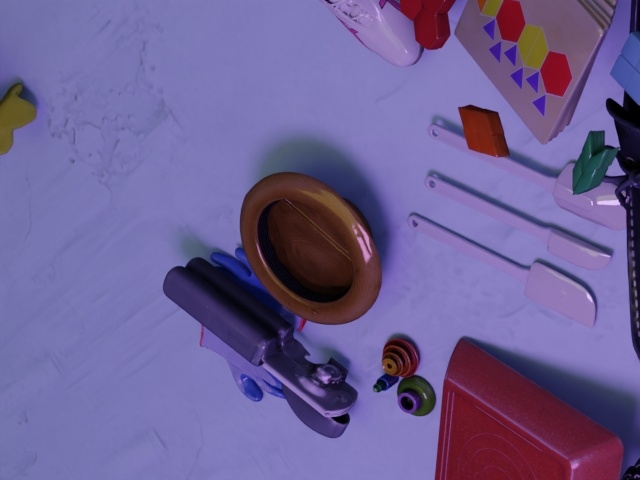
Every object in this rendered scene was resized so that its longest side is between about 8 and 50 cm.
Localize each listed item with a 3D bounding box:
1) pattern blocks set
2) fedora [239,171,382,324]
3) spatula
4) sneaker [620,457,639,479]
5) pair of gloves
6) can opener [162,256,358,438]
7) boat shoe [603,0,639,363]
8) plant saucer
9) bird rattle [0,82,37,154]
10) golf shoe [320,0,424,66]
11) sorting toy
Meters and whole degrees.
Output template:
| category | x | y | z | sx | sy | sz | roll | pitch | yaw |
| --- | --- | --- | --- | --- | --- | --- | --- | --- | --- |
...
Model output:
| category | x | y | z | sx | sy | sz | roll | pitch | yaw |
| --- | --- | --- | --- | --- | --- | --- | --- | --- | --- |
| pattern blocks set | 0.193 | -0.198 | 1.322 | 0.325 | 0.026 | 0.285 | 64 | 145 | 28 |
| fedora | 0.000 | 0.000 | 1.652 | 0.194 | 0.079 | 0.194 | 15 | 121 | 26 |
| spatula | 0.206 | -0.027 | 1.530 | 0.242 | 0.019 | 0.168 | 28 | 129 | 26 |
| sneaker | 0.404 | 0.278 | 1.438 | 0.216 | 0.121 | 0.079 | 12 | 116 | 33 |
| pair of gloves | -0.087 | 0.110 | 1.802 | 0.159 | 0.023 | 0.198 | 27 | 122 | 26 |
| can opener | -0.077 | 0.136 | 1.744 | 0.283 | 0.076 | 0.095 | 36 | 124 | 20 |
| boat shoe | 0.333 | -0.083 | 1.287 | 0.187 | 0.156 | 0.500 | 34 | 127 | 50 |
| plant saucer | 0.209 | 0.275 | 1.578 | 0.258 | 0.047 | 0.259 | 32 | 127 | 46 |
| bird rattle | -0.516 | -0.182 | 1.871 | 0.143 | 0.253 | 0.207 | -38 | 60 | 40 |
| golf shoe | 0.033 | -0.253 | 1.518 | 0.186 | 0.086 | 0.067 | 51 | 129 | 7 |
| sorting toy | 0.092 | 0.166 | 1.677 | 0.061 | 0.042 | 0.102 | -11 | 102 | 39 |
